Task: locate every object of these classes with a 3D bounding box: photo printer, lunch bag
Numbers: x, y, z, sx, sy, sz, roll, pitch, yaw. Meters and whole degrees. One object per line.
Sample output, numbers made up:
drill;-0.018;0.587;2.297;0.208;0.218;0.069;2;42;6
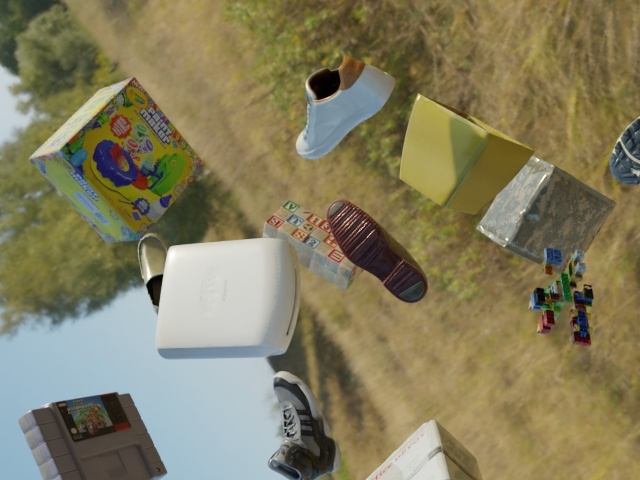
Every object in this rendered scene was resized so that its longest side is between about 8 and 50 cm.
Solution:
photo printer;-0.188;0.123;1.722;0.107;0.307;0.256;40;-130;-59
lunch bag;0.580;-0.054;2.044;0.287;0.235;0.169;24;-170;-28

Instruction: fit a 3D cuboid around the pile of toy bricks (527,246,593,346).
pile of toy bricks;0.440;0.118;1.531;0.105;0.118;0.212;105;175;-49

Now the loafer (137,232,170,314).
loafer;-0.476;0.099;2.414;0.092;0.102;0.268;95;157;-76

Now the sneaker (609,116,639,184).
sneaker;0.557;-0.167;1.214;0.110;0.283;0.122;57;-175;13

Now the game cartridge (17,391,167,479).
game cartridge;-0.490;0.453;1.800;0.230;0.068;0.355;64;-163;13

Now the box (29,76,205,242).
box;-0.497;-0.195;2.024;0.177;0.279;0.290;-4;132;47

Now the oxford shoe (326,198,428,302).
oxford shoe;0.151;0.025;2.202;0.348;0.123;0.130;48;-164;0

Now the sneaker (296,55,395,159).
sneaker;0.011;-0.246;1.469;0.123;0.106;0.290;29;148;-17

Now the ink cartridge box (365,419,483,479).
ink cartridge box;0.180;0.490;1.448;0.129;0.223;0.307;42;-169;-7

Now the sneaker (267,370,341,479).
sneaker;-0.065;0.446;1.893;0.101;0.153;0.268;-27;91;50

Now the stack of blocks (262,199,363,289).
stack of blocks;0.000;0.000;2.389;0.297;0.171;0.087;29;135;16

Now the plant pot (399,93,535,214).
plant pot;0.300;-0.175;1.788;0.212;0.187;0.212;37;-162;36
